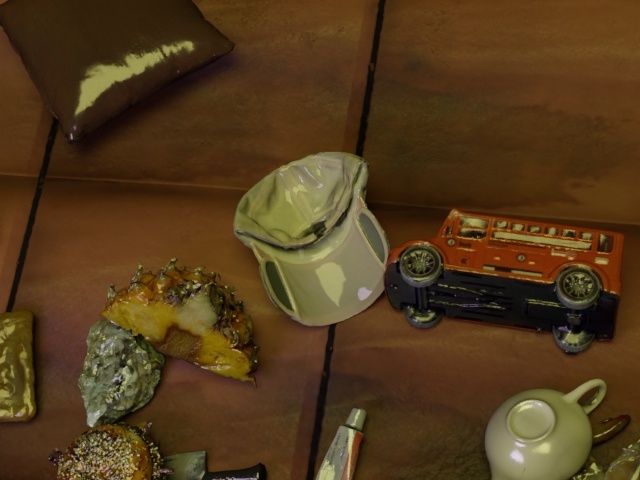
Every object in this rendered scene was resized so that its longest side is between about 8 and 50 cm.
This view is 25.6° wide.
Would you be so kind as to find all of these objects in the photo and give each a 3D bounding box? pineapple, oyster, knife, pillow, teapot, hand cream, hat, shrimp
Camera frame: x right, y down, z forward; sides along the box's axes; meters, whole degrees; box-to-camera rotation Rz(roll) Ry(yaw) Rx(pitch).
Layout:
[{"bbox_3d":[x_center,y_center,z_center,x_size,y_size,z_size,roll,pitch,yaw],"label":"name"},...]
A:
[{"bbox_3d":[-0.176,0.076,2.019,0.249,0.164,0.140,20,47,9],"label":"pineapple"},{"bbox_3d":[-0.293,0.186,2.053,0.125,0.064,0.177,-14,63,7],"label":"oyster"},{"bbox_3d":[-0.189,0.328,1.997,0.230,0.028,0.060,-7,64,10],"label":"knife"},{"bbox_3d":[-0.339,-0.338,2.265,0.305,0.108,0.308,-31,65,-8],"label":"pillow"},{"bbox_3d":[0.303,0.260,1.914,0.226,0.092,0.145,-36,51,-9],"label":"teapot"},{"bbox_3d":[0.020,0.335,1.958,0.052,0.038,0.216,11,72,39],"label":"hand cream"},{"bbox_3d":[0.000,0.000,2.087,0.219,0.164,0.226,-24,104,0],"label":"hat"},{"bbox_3d":[0.404,0.296,1.917,0.236,0.053,0.133,-43,47,-7],"label":"shrimp"}]

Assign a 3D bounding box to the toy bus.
[{"bbox_3d":[0.259,0.047,1.994,0.329,0.143,0.153,7,57,12],"label":"toy bus"}]

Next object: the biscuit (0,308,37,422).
[{"bbox_3d":[-0.508,0.198,2.090,0.183,0.039,0.174,-12,66,2],"label":"biscuit"}]

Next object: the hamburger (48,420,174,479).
[{"bbox_3d":[-0.302,0.332,1.963,0.189,0.093,0.164,-33,62,3],"label":"hamburger"}]
